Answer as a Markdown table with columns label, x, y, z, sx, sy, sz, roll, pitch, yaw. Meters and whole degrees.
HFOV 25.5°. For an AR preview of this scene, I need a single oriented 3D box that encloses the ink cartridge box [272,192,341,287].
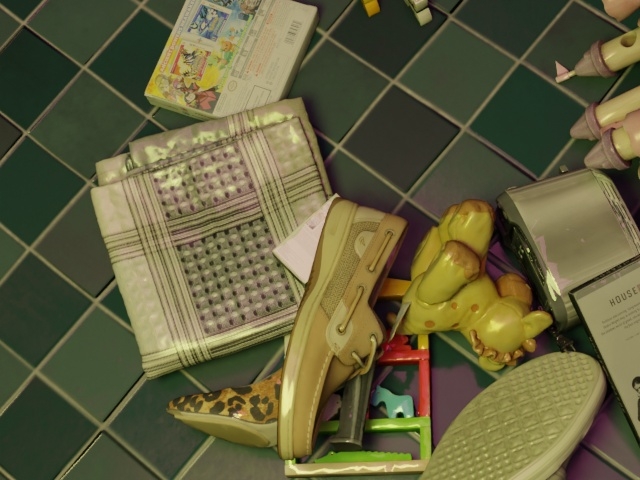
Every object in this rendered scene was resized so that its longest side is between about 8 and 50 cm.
| label | x | y | z | sx | sy | sz | roll | pitch | yaw |
| --- | --- | --- | --- | --- | --- | --- | --- | --- | --- |
| ink cartridge box | 0.000 | 0.000 | 1.827 | 0.115 | 0.029 | 0.063 | -43 | 77 | -9 |

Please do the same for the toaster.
| label | x | y | z | sx | sy | sz | roll | pitch | yaw |
| --- | --- | --- | --- | --- | --- | --- | --- | --- | --- |
| toaster | 0.327 | 0.015 | 1.803 | 0.146 | 0.129 | 0.227 | -23 | 71 | -3 |

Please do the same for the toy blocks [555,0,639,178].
| label | x | y | z | sx | sy | sz | roll | pitch | yaw |
| --- | --- | --- | --- | --- | --- | --- | --- | --- | --- |
| toy blocks | 0.443 | -0.165 | 1.829 | 0.260 | 0.309 | 0.288 | -26 | 53 | 33 |

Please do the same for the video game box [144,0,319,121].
| label | x | y | z | sx | sy | sz | roll | pitch | yaw |
| --- | --- | --- | --- | --- | --- | --- | --- | --- | --- |
| video game box | -0.124 | -0.260 | 1.997 | 0.187 | 0.048 | 0.205 | 20 | 75 | 10 |

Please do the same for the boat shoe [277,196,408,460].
| label | x | y | z | sx | sy | sz | roll | pitch | yaw |
| --- | --- | --- | --- | --- | --- | --- | --- | --- | --- |
| boat shoe | 0.026 | 0.108 | 1.705 | 0.110 | 0.121 | 0.341 | 14 | 68 | 4 |

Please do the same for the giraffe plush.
| label | x | y | z | sx | sy | sz | roll | pitch | yaw |
| --- | --- | --- | --- | --- | --- | --- | --- | --- | --- |
| giraffe plush | 0.199 | 0.075 | 1.773 | 0.170 | 0.181 | 0.210 | 29 | 77 | -7 |

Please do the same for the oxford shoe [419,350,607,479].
| label | x | y | z | sx | sy | sz | roll | pitch | yaw |
| --- | --- | --- | --- | --- | --- | --- | --- | --- | --- |
| oxford shoe | 0.208 | 0.322 | 1.724 | 0.169 | 0.130 | 0.449 | 11 | 56 | 50 |

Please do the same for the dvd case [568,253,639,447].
| label | x | y | z | sx | sy | sz | roll | pitch | yaw |
| --- | --- | --- | --- | --- | --- | --- | --- | --- | --- |
| dvd case | 0.432 | 0.129 | 1.740 | 0.179 | 0.029 | 0.238 | -27 | 98 | -6 |

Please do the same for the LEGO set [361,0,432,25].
| label | x | y | z | sx | sy | sz | roll | pitch | yaw |
| --- | --- | --- | --- | --- | --- | --- | --- | --- | --- |
| LEGO set | 0.064 | -0.399 | 1.994 | 0.087 | 0.093 | 0.227 | -30 | 70 | -3 |

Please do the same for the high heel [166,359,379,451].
| label | x | y | z | sx | sy | sz | roll | pitch | yaw |
| --- | --- | --- | --- | --- | --- | --- | --- | --- | --- |
| high heel | -0.056 | 0.167 | 1.800 | 0.261 | 0.093 | 0.186 | 5 | 63 | 11 |

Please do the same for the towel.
| label | x | y | z | sx | sy | sz | roll | pitch | yaw |
| --- | --- | --- | --- | --- | --- | --- | --- | --- | --- |
| towel | -0.129 | -0.014 | 1.872 | 0.312 | 0.056 | 0.324 | -18 | 72 | 1 |

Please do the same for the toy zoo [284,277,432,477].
| label | x | y | z | sx | sy | sz | roll | pitch | yaw |
| --- | --- | --- | --- | --- | --- | --- | --- | --- | --- |
| toy zoo | 0.048 | 0.160 | 1.842 | 0.192 | 0.030 | 0.293 | -2 | 71 | 7 |
